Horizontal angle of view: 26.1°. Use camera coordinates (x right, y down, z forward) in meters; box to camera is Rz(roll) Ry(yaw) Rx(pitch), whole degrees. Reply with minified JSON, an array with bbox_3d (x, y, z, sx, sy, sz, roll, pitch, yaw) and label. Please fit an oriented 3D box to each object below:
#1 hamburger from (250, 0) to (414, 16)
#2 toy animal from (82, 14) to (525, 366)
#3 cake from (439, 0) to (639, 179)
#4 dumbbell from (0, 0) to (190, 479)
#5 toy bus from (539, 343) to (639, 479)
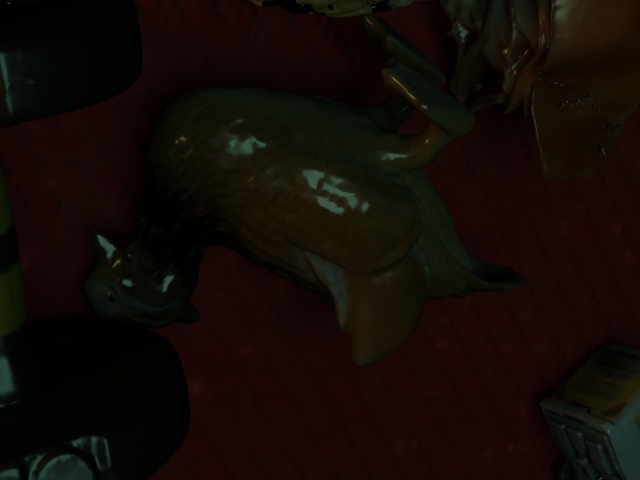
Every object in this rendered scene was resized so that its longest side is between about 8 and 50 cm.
[{"bbox_3d":[0.005,-0.191,0.497,0.231,0.107,0.230,4,102,20],"label":"hamburger"},{"bbox_3d":[0.000,0.000,0.610,0.188,0.089,0.179,36,107,-27],"label":"toy animal"},{"bbox_3d":[0.113,-0.176,0.591,0.135,0.098,0.287,-17,116,-15],"label":"cake"},{"bbox_3d":[-0.129,0.003,0.519,0.143,0.143,0.325,-12,109,-18],"label":"dumbbell"},{"bbox_3d":[0.188,0.141,0.734,0.075,0.064,0.190,-46,117,-17],"label":"toy bus"}]
